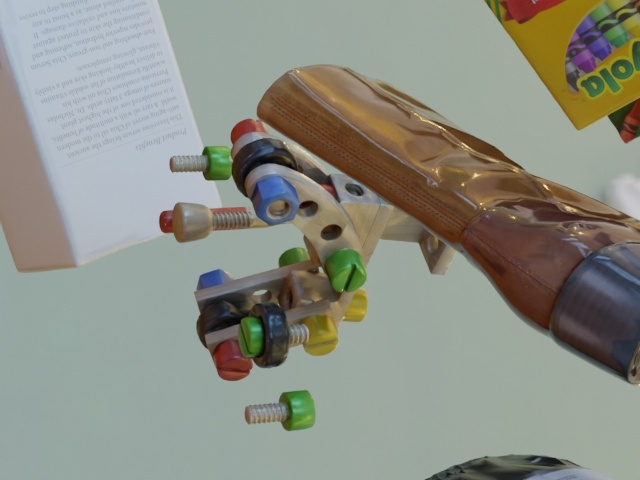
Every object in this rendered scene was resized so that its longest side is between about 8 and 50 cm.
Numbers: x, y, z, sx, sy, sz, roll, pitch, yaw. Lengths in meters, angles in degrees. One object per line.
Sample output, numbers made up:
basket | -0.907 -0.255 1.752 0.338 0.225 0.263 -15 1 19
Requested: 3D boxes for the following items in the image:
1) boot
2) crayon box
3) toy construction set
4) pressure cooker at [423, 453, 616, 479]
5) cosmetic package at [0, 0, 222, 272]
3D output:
boot | 0.130 -0.012 0.926 0.280 0.264 0.096 35 -65 32
crayon box | 0.265 -0.244 1.405 0.318 0.202 0.081 52 37 -9
toy construction set | 0.000 0.000 1.459 0.309 0.237 0.257 -142 -127 -62
pressure cooker | 0.173 0.326 0.635 0.420 0.370 0.375 25 -45 33
cosmetic package | -0.311 -0.210 1.847 0.161 0.230 0.453 -6 -76 50
